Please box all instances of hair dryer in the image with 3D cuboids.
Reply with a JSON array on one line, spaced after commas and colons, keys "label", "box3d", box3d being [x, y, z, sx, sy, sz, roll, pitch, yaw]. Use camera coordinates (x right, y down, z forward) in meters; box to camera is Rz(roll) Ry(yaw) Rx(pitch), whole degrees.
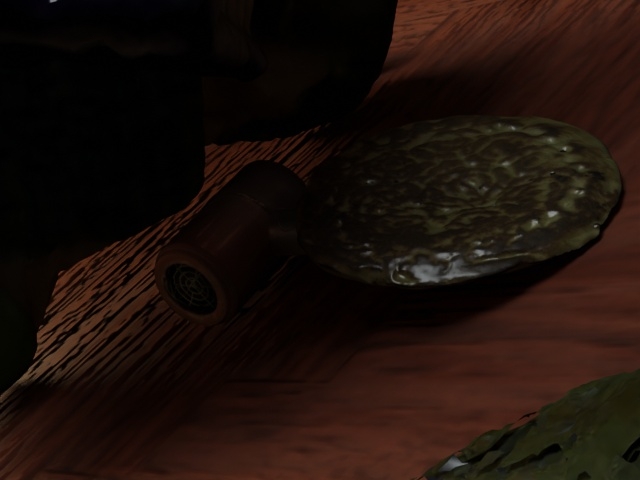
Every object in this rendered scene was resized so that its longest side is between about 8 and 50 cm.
[{"label": "hair dryer", "box3d": [0.000, 0.000, 0.553, 0.114, 0.037, 0.063, -2, 32, 36]}]

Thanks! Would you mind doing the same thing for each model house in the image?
[{"label": "model house", "box3d": [-0.105, -0.095, 0.568, 0.243, 0.298, 0.284, 9, 46, 9]}]

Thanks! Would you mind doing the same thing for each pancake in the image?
[{"label": "pancake", "box3d": [0.046, -0.016, 0.517, 0.115, 0.011, 0.115, -9, 31, 6]}]

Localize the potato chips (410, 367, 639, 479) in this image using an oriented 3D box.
[{"label": "potato chips", "box3d": [0.068, 0.077, 0.295, 0.220, 0.029, 0.202, -14, 23, 38]}]
